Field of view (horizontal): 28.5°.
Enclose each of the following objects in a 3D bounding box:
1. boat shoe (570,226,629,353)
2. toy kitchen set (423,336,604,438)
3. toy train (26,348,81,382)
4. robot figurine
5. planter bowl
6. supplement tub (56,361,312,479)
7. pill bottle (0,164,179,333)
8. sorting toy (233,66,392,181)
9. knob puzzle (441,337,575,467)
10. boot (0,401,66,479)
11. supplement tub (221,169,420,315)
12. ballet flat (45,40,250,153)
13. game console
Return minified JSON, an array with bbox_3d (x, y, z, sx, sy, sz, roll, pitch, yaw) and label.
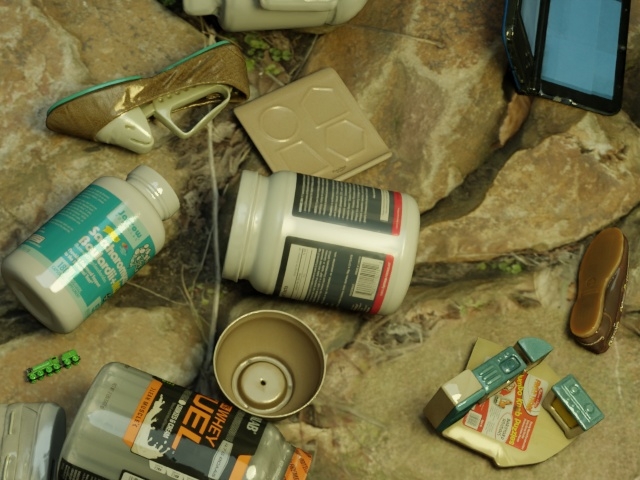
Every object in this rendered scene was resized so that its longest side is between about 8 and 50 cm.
[{"bbox_3d":[0.452,0.081,2.012,0.073,0.073,0.207,39,63,-33],"label":"boat shoe"},{"bbox_3d":[0.289,0.244,1.840,0.207,0.122,0.166,-30,73,-20],"label":"toy kitchen set"},{"bbox_3d":[-0.393,0.184,1.848,0.083,0.017,0.023,-22,61,-18],"label":"toy train"},{"bbox_3d":[-0.061,-0.451,2.092,0.354,0.199,0.300,-6,38,-12],"label":"robot figurine"},{"bbox_3d":[-0.080,0.196,1.842,0.162,0.109,0.162,4,65,-8],"label":"planter bowl"},{"bbox_3d":[-0.183,0.307,1.728,0.316,0.193,0.193,22,64,0],"label":"supplement tub"},{"bbox_3d":[-0.332,0.004,1.868,0.146,0.146,0.264,40,66,10],"label":"pill bottle"},{"bbox_3d":[-0.014,-0.173,2.067,0.193,0.038,0.208,-27,68,-20],"label":"sorting toy"},{"bbox_3d":[0.299,0.261,1.919,0.213,0.030,0.213,4,64,-8],"label":"knob puzzle"},{"bbox_3d":[-0.432,0.347,1.738,0.124,0.095,0.258,1,62,5],"label":"boot"},{"bbox_3d":[0.000,0.000,1.900,0.272,0.191,0.191,11,64,-4],"label":"supplement tub"},{"bbox_3d":[-0.260,-0.210,2.008,0.342,0.116,0.124,-23,79,-24],"label":"ballet flat"},{"bbox_3d":[0.429,-0.397,2.172,0.173,0.250,0.293,0,62,20],"label":"game console"}]
